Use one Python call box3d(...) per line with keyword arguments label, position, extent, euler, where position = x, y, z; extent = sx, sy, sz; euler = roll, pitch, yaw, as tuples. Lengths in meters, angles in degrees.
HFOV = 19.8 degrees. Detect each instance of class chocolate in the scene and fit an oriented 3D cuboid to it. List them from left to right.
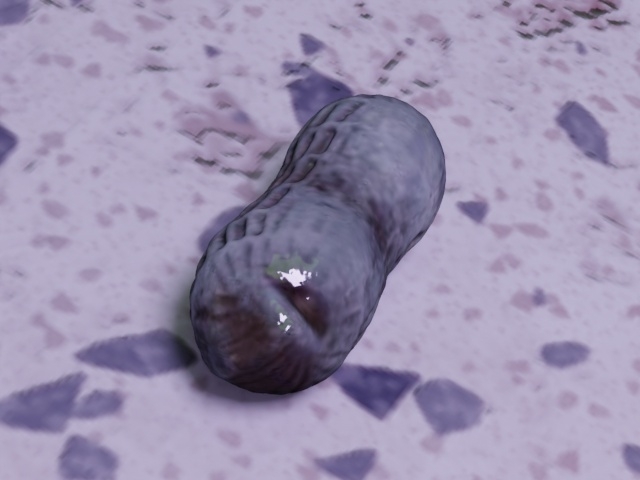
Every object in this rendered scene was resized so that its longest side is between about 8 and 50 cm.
box3d(label="chocolate", position=(0.000, 0.000, 0.745), extent=(0.072, 0.072, 0.167), euler=(26, 47, 7))
